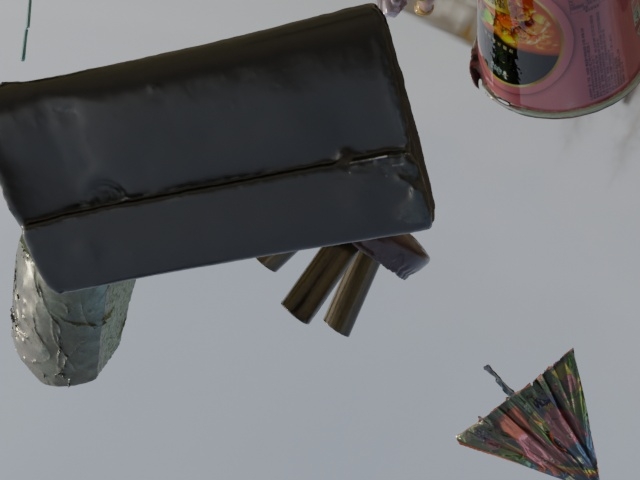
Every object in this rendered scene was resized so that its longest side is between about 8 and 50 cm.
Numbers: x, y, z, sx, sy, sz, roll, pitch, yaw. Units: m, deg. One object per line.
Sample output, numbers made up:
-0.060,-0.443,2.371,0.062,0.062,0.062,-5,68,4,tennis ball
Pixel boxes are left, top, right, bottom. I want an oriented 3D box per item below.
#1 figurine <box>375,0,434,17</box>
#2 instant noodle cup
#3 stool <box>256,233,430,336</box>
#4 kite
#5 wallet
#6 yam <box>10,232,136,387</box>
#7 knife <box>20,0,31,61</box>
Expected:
0.146,-0.384,1.642,0.115,0.175,0.240,10,161,-8,figurine
0.280,-0.310,1.455,0.244,0.244,0.255,37,164,32,instant noodle cup
0.000,0.000,1.708,0.272,0.178,0.272,39,-175,-4,stool
0.299,0.258,1.655,0.234,0.321,0.016,46,-126,6,kite
-0.109,-0.078,1.173,0.405,0.228,0.062,-10,-157,15,wallet
-0.403,0.087,1.990,0.201,0.271,0.202,16,-142,11,yam
-0.372,-0.270,1.553,0.005,0.091,0.014,10,164,-26,knife
